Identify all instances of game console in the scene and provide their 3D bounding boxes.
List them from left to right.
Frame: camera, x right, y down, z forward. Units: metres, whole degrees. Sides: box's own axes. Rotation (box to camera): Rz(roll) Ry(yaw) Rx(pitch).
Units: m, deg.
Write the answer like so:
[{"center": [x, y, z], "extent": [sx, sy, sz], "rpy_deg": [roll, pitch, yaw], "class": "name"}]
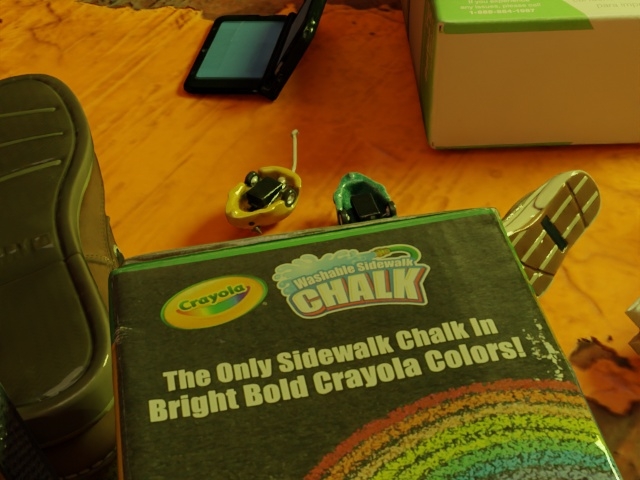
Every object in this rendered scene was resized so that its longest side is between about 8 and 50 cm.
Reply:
[{"center": [-0.047, -0.174, 0.880], "extent": [0.071, 0.107, 0.122], "rpy_deg": [27, 42, -11], "class": "game console"}]

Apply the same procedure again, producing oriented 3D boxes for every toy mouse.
[{"center": [0.000, 0.000, 0.706], "extent": [0.143, 0.031, 0.161], "rpy_deg": [21, 46, 24], "class": "toy mouse"}]

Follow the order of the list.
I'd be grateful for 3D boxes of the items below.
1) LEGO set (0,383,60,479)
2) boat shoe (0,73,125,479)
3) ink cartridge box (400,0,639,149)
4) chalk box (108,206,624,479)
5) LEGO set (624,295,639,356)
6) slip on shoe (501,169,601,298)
[{"center": [-0.217, 0.122, 0.372], "extent": [0.192, 0.331, 0.255], "rpy_deg": [-11, 55, 0], "class": "LEGO set"}, {"center": [-0.170, 0.021, 0.638], "extent": [0.111, 0.104, 0.307], "rpy_deg": [-16, 44, -3], "class": "boat shoe"}, {"center": [0.170, -0.198, 0.863], "extent": [0.198, 0.114, 0.273], "rpy_deg": [-3, 41, -1], "class": "ink cartridge box"}, {"center": [0.011, 0.111, 0.472], "extent": [0.180, 0.179, 0.289], "rpy_deg": [-8, 40, -6], "class": "chalk box"}, {"center": [0.298, -0.007, 0.683], "extent": [0.132, 0.107, 0.287], "rpy_deg": [-14, 33, 42], "class": "LEGO set"}, {"center": [0.128, 0.003, 0.696], "extent": [0.135, 0.051, 0.041], "rpy_deg": [-46, 17, -29], "class": "slip on shoe"}]
